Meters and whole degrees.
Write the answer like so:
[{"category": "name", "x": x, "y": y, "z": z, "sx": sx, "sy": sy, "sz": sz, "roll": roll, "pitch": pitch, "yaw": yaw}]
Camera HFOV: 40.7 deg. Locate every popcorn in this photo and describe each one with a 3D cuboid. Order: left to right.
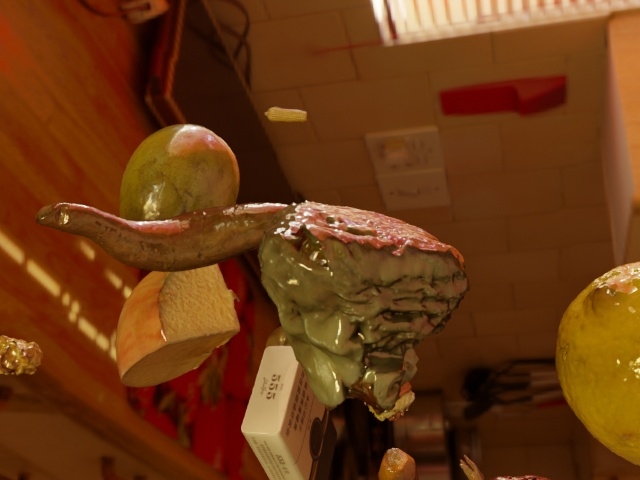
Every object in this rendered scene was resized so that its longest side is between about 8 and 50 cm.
[{"category": "popcorn", "x": -0.478, "y": 0.182, "z": 1.354, "sx": 0.082, "sy": 0.083, "sz": 0.057, "roll": 16, "pitch": 86, "yaw": -44}]

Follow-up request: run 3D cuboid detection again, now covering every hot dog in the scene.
[{"category": "hot dog", "x": 0.160, "y": 0.374, "z": 2.283, "sx": 0.103, "sy": 0.146, "sz": 0.213, "roll": -51, "pitch": -126, "yaw": 56}]

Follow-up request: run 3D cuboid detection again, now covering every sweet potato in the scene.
[{"category": "sweet potato", "x": -0.191, "y": -0.010, "z": 1.128, "sx": 0.079, "sy": 0.346, "sz": 0.108, "roll": -111, "pitch": -152, "yaw": -43}]

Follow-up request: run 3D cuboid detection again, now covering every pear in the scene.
[{"category": "pear", "x": -0.304, "y": -0.105, "z": 1.839, "sx": 0.307, "sy": 0.252, "sz": 0.253, "roll": -61, "pitch": 149, "yaw": -34}]

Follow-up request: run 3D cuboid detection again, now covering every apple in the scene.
[{"category": "apple", "x": -0.344, "y": 0.201, "z": 1.987, "sx": 0.252, "sy": 0.309, "sz": 0.314, "roll": 38, "pitch": 45, "yaw": -20}]

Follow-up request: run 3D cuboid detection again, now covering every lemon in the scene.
[{"category": "lemon", "x": 0.517, "y": 0.186, "z": 1.283, "sx": 0.336, "sy": 0.336, "sz": 0.336, "roll": -5, "pitch": 90, "yaw": -78}]

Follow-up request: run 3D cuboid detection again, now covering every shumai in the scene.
[{"category": "shumai", "x": 0.036, "y": 0.076, "z": 0.992, "sx": 0.189, "sy": 0.255, "sz": 0.218, "roll": 21, "pitch": -77, "yaw": 61}]

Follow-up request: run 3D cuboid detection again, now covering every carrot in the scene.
[{"category": "carrot", "x": 0.156, "y": 0.466, "z": 1.541, "sx": 0.070, "sy": 0.070, "sz": 0.260, "roll": -81, "pitch": 158, "yaw": -48}]

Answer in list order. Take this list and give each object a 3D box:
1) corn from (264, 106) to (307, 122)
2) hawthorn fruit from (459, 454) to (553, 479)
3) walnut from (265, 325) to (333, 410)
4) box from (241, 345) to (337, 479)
[{"category": "corn", "x": -0.067, "y": -0.243, "z": 1.677, "sx": 0.027, "sy": 0.083, "sz": 0.028, "roll": 90, "pitch": 5, "yaw": -53}, {"category": "hawthorn fruit", "x": 0.262, "y": 0.420, "z": 1.134, "sx": 0.307, "sy": 0.276, "sz": 0.276, "roll": 58, "pitch": 17, "yaw": -7}, {"category": "walnut", "x": -0.007, "y": 0.300, "z": 2.191, "sx": 0.277, "sy": 0.253, "sz": 0.282, "roll": -42, "pitch": -131, "yaw": 47}, {"category": "box", "x": -0.044, "y": 0.314, "z": 1.417, "sx": 0.259, "sy": 0.071, "sz": 0.168, "roll": 69, "pitch": 27, "yaw": -44}]
